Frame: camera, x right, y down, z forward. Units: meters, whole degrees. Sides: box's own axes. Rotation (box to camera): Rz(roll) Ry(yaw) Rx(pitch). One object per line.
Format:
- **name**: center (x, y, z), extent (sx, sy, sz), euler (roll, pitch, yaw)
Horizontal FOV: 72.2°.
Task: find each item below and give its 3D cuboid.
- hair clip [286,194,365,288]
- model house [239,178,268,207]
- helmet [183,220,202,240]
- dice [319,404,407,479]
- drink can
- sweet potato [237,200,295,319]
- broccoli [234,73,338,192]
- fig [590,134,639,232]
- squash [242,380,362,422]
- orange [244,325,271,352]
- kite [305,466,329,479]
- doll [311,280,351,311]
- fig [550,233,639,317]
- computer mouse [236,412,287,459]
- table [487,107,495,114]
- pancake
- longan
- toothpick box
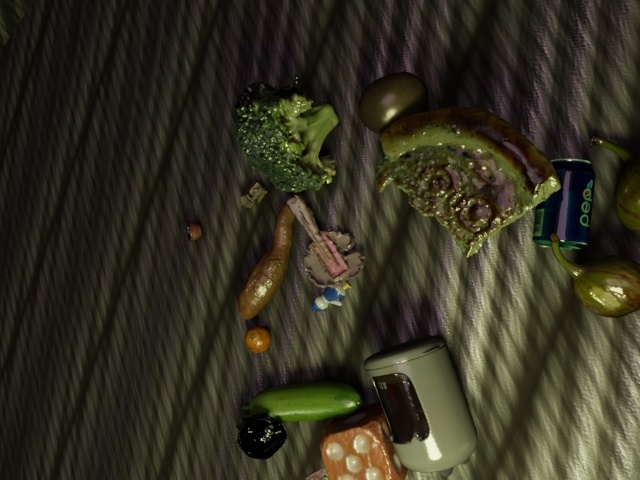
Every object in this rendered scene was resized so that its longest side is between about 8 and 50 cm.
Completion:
- **hair clip**: center (0.000, 0.000, 1.266), extent (0.173, 0.069, 0.300), euler (-32, 74, 3)
- **model house**: center (-0.218, -0.147, 1.392), extent (0.058, 0.057, 0.083), euler (45, 105, 15)
- **helmet**: center (-0.425, -0.036, 1.474), extent (0.084, 0.049, 0.065), euler (48, 142, 43)
- **dice**: center (0.117, 0.542, 1.134), extent (0.175, 0.174, 0.179), euler (-27, 80, 18)
- **drink can**: center (0.565, -0.082, 1.021), extent (0.118, 0.118, 0.204), euler (7, 90, 23)
- **sweet potato**: center (-0.146, 0.069, 1.321), extent (0.109, 0.109, 0.385), euler (26, 90, 23)
- **broccoli**: center (-0.076, -0.308, 1.245), extent (0.348, 0.293, 0.281), euler (44, 65, 9)
- **fig**: center (0.713, -0.140, 0.983), extent (0.152, 0.151, 0.259), euler (-23, 50, 20)
- **squash**: center (-0.055, 0.458, 1.244), extent (0.395, 0.107, 0.107), euler (-16, 80, 26)
- **orange**: center (-0.188, 0.299, 1.330), extent (0.084, 0.084, 0.083), euler (-2, 85, 23)
- **kite**: center (0.017, 0.706, 1.249), extent (0.139, 0.011, 0.156), euler (10, 89, 26)
- **doll**: center (0.026, 0.159, 1.263), extent (0.143, 0.058, 0.098), euler (-43, 50, 15)
- **fig**: center (0.585, 0.070, 0.954), extent (0.245, 0.149, 0.149), euler (29, 98, -3)
- **computer mouse**: center (-0.173, 0.569, 1.255), extent (0.147, 0.077, 0.241), euler (27, 132, -7)
- **table**: center (0.381, -0.202, 1.097), extent (0.198, 0.167, 0.166), euler (-35, 73, 25)
- **pancake**: center (0.304, -0.165, 1.028), extent (0.427, 0.067, 0.304), euler (42, 119, 24)
- **longan**: center (0.194, -0.364, 1.178), extent (0.189, 0.189, 0.189), euler (-2, 85, 23)
- **toothpick box**: center (0.261, 0.406, 1.072), extent (0.229, 0.229, 0.316), euler (-23, 79, 20)
